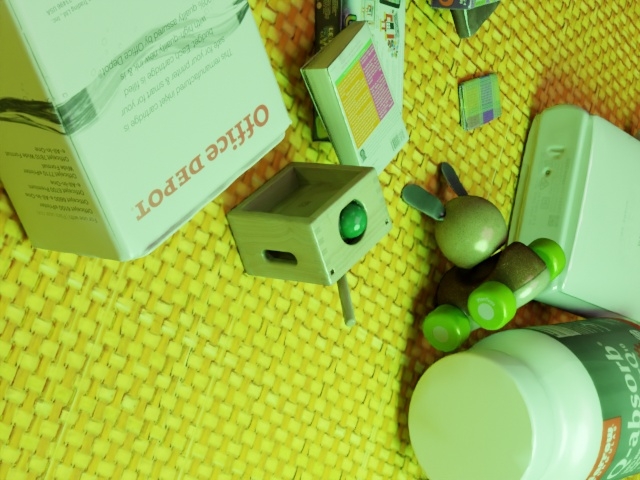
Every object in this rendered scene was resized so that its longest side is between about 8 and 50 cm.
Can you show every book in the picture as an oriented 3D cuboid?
[{"bbox_3d":[0.041,-0.138,1.307,0.096,0.035,0.144,-49,130,-38],"label":"book"}]

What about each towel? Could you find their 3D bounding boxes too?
[{"bbox_3d":[0.194,-0.170,1.560,0.083,0.009,0.060,-25,113,-47],"label":"towel"}]

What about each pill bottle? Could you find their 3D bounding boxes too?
[{"bbox_3d":[0.280,0.207,1.556,0.363,0.210,0.210,-2,97,-50],"label":"pill bottle"}]

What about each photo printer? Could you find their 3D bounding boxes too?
[{"bbox_3d":[0.378,-0.020,1.723,0.307,0.107,0.256,20,79,-49],"label":"photo printer"}]

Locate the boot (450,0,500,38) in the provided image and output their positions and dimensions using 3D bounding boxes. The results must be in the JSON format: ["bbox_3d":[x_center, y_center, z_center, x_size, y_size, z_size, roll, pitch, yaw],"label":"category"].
[{"bbox_3d":[0.144,-0.316,1.391,0.248,0.090,0.207,-53,134,-52],"label":"boot"}]

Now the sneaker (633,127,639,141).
[{"bbox_3d":[0.505,-0.081,1.902,0.121,0.079,0.217,-14,114,-52],"label":"sneaker"}]

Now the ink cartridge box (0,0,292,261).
[{"bbox_3d":[-0.176,-0.171,1.022,0.223,0.129,0.307,-44,126,-38],"label":"ink cartridge box"}]

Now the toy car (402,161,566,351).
[{"bbox_3d":[0.167,0.005,1.492,0.155,0.149,0.188,-34,91,-46],"label":"toy car"}]

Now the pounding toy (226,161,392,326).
[{"bbox_3d":[0.000,0.000,1.247,0.130,0.141,0.100,-42,125,-39],"label":"pounding toy"}]

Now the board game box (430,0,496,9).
[{"bbox_3d":[0.193,-0.363,1.360,0.347,0.056,0.208,-32,122,-63],"label":"board game box"}]

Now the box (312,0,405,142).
[{"bbox_3d":[0.043,-0.207,1.352,0.114,0.036,0.207,-5,99,-50],"label":"box"}]
